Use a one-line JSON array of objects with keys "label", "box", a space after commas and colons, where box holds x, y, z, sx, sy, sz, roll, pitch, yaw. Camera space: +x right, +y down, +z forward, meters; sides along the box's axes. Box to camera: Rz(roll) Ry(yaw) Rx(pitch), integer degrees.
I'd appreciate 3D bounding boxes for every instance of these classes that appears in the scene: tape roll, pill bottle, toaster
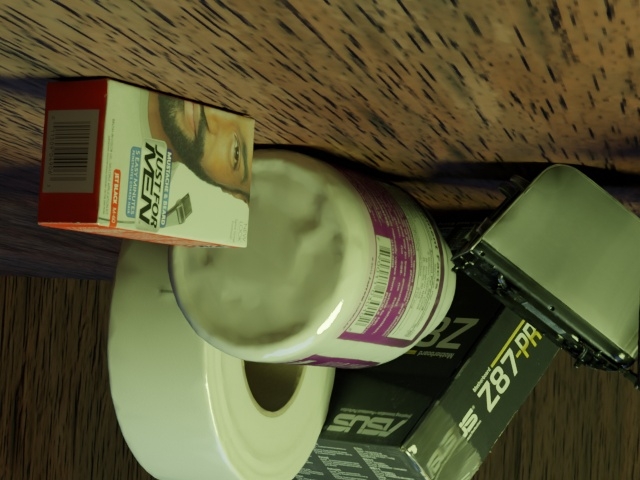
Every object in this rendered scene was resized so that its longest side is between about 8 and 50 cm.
[{"label": "tape roll", "box": [-0.082, 0.083, 1.708, 0.100, 0.286, 0.286, 2, 176, 25]}, {"label": "pill bottle", "box": [0.009, 0.022, 1.576, 0.169, 0.169, 0.301, 2, 175, 22]}, {"label": "toaster", "box": [0.208, 0.027, 1.533, 0.185, 0.110, 0.168, 38, 176, 1]}]

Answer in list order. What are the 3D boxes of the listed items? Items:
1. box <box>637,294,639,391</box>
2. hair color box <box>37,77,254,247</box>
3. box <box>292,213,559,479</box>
[{"label": "box", "box": [0.428, 0.026, 1.227, 0.343, 0.179, 0.312, 4, 175, -15]}, {"label": "hair color box", "box": [-0.110, -0.047, 1.230, 0.053, 0.093, 0.167, 1, 176, 30]}, {"label": "box", "box": [0.063, 0.111, 1.926, 0.395, 0.318, 0.097, 0, 135, 52]}]
